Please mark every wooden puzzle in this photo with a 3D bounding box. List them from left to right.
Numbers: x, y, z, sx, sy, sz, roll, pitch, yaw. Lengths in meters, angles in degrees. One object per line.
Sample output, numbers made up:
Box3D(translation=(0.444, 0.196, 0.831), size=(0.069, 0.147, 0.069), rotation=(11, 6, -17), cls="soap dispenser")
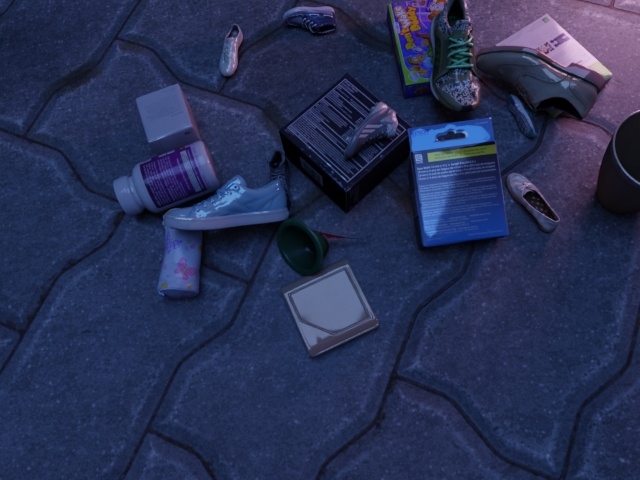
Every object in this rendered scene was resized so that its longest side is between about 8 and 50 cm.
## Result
Box3D(translation=(0.026, 0.195, 1.559), size=(0.220, 0.044, 0.239), rotation=(-24, 65, -4), cls="wooden puzzle")

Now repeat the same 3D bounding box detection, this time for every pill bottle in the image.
Box3D(translation=(-0.479, -0.187, 1.672), size=(0.301, 0.169, 0.169), rotation=(-22, 69, -4), cls="pill bottle")

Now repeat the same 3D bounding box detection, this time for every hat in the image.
Box3D(translation=(0.000, 0.000, 1.629), size=(0.208, 0.173, 0.183), rotation=(44, 43, 18), cls="hat")

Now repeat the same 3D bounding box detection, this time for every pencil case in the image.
Box3D(translation=(-0.421, 0.038, 1.610), size=(0.124, 0.113, 0.273), rotation=(5, 70, -18), cls="pencil case")

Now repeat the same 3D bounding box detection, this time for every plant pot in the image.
Box3D(translation=(0.903, -0.189, 1.505), size=(0.256, 0.274, 0.257), rotation=(-2, 70, 5), cls="plant pot")

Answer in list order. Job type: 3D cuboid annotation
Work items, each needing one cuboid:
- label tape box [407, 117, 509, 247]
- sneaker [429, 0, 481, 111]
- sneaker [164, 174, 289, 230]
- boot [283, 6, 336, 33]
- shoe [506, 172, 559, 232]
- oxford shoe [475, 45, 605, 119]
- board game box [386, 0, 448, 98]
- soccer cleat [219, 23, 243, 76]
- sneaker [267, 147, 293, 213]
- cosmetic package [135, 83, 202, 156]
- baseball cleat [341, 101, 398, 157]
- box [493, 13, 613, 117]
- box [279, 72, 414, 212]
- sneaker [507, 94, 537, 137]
Box3D(translation=(0.395, -0.165, 1.575), size=(0.249, 0.115, 0.348), rotation=(-7, 85, 2), cls="label tape box")
Box3D(translation=(0.421, -0.595, 1.661), size=(0.157, 0.182, 0.411), rotation=(-6, 70, 2), cls="sneaker")
Box3D(translation=(-0.276, -0.115, 1.561), size=(0.365, 0.135, 0.150), rotation=(-8, 98, -22), cls="sneaker")
Box3D(translation=(-0.038, -0.786, 1.913), size=(0.189, 0.069, 0.086), rotation=(-8, 66, 0), cls="boot")
Box3D(translation=(0.647, -0.125, 1.616), size=(0.076, 0.058, 0.219), rotation=(-30, 70, -7), cls="shoe")
Box3D(translation=(0.663, -0.496, 1.665), size=(0.396, 0.140, 0.147), rotation=(23, 88, 20), cls="oxford shoe")
Box3D(translation=(0.373, -0.670, 1.833), size=(0.233, 0.078, 0.347), rotation=(-9, 69, 1), cls="board game box")
Box3D(translation=(-0.322, -0.676, 1.891), size=(0.068, 0.076, 0.196), rotation=(8, 71, 8), cls="soccer cleat")
Box3D(translation=(-0.137, -0.183, 1.662), size=(0.086, 0.132, 0.229), rotation=(-5, 69, 3), cls="sneaker")
Box3D(translation=(-0.491, -0.379, 1.754), size=(0.151, 0.151, 0.184), rotation=(-21, 68, -3), cls="cosmetic package")
Box3D(translation=(0.152, -0.305, 1.528), size=(0.109, 0.072, 0.206), rotation=(32, 78, 6), cls="baseball cleat")
Box3D(translation=(0.769, -0.588, 1.784), size=(0.232, 0.058, 0.322), rotation=(-32, 69, -7), cls="box")
Box3D(translation=(0.083, -0.301, 1.661), size=(0.294, 0.183, 0.296), rotation=(-42, 74, -10), cls="box")
Box3D(translation=(0.672, -0.411, 1.722), size=(0.076, 0.065, 0.167), rotation=(-16, 71, -6), cls="sneaker")
